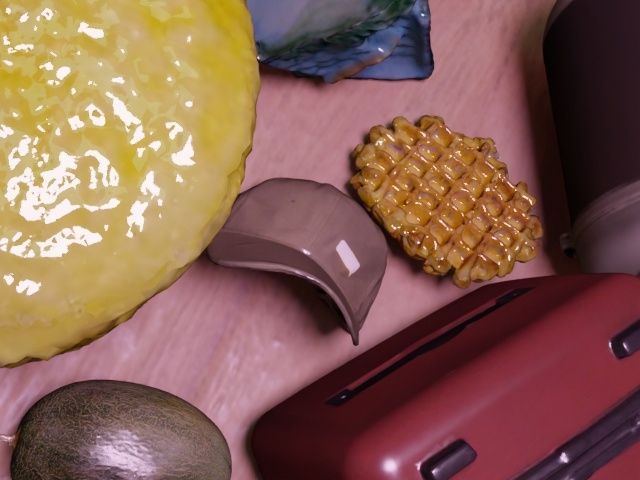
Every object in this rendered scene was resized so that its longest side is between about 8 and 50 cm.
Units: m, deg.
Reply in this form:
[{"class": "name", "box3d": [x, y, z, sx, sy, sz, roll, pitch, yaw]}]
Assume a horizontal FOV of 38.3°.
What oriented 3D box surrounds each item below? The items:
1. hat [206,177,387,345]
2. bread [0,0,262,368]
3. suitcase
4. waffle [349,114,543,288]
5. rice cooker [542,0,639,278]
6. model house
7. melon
[{"class": "hat", "box3d": [0.000, 0.000, 0.736, 0.166, 0.173, 0.144, 33, 72, -10]}, {"class": "bread", "box3d": [-0.230, -0.081, 0.594, 0.348, 0.308, 0.348, 3, 79, -16]}, {"class": "suitcase", "box3d": [0.117, 0.147, 0.699, 0.297, 0.236, 0.161, -28, 96, -25]}, {"class": "waffle", "box3d": [0.117, -0.041, 0.840, 0.191, 0.038, 0.191, 11, 54, -15]}, {"class": "rice cooker", "box3d": [0.376, -0.095, 0.812, 0.335, 0.335, 0.325, 3, 69, -20]}, {"class": "model house", "box3d": [0.058, -0.267, 0.829, 0.241, 0.226, 0.261, 9, 70, -49]}, {"class": "melon", "box3d": [-0.147, 0.158, 0.660, 0.167, 0.114, 0.114, 16, 69, -18]}]
